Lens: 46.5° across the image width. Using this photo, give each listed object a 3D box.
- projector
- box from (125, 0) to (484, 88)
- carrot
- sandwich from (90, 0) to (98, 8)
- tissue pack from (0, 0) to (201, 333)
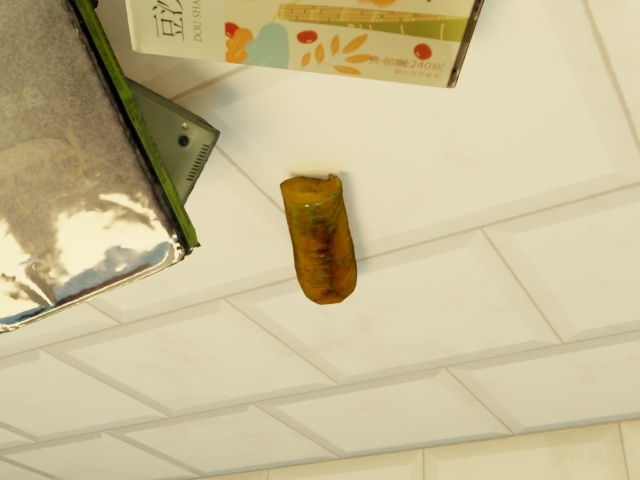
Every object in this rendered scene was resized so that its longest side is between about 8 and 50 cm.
[{"bbox_3d":[-0.288,-0.121,0.998,0.250,0.108,0.198,29,100,-5],"label":"projector"},{"bbox_3d":[-0.008,-0.338,0.765,0.385,0.122,0.345,6,146,-3],"label":"box"},{"bbox_3d":[0.000,0.000,1.277,0.114,0.114,0.302,-1,142,7],"label":"carrot"},{"bbox_3d":[-0.342,-0.315,0.916,0.135,0.029,0.067,7,150,-6],"label":"sandwich"},{"bbox_3d":[-0.352,-0.113,0.877,0.288,0.124,0.394,-21,104,5],"label":"tissue pack"}]
